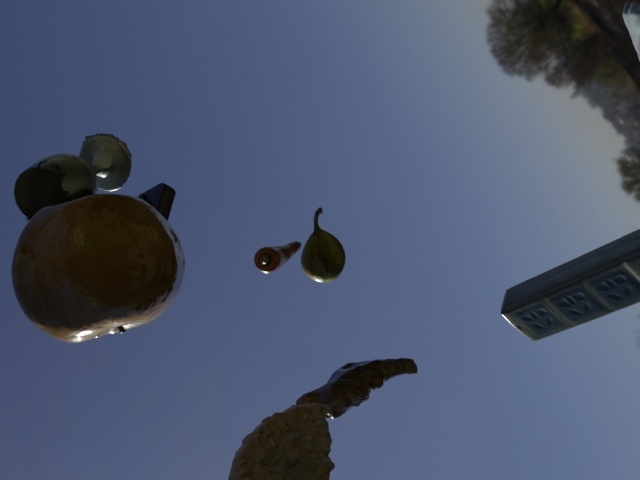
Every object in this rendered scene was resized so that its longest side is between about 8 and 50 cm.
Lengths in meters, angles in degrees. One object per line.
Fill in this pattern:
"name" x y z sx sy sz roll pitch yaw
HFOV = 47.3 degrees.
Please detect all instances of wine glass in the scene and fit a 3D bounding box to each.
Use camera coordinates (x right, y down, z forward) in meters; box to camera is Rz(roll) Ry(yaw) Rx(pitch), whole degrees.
"wine glass" -0.523 -0.133 1.562 0.143 0.143 0.321 49 -160 -10

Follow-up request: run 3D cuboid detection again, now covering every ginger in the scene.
"ginger" 0.067 0.332 1.685 0.333 0.166 0.080 -26 -67 -42

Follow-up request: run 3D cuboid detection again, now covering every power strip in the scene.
"power strip" 0.342 0.059 0.929 0.078 0.272 0.052 40 -133 -15

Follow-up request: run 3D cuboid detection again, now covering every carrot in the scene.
"carrot" -0.098 0.034 1.754 0.061 0.061 0.256 55 -163 3

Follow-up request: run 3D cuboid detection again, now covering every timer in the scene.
"timer" -0.357 -0.021 1.431 0.055 0.187 0.144 32 -129 -35

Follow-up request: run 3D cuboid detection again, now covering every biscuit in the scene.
"biscuit" -0.071 0.416 1.281 0.179 0.084 0.281 11 -124 -6

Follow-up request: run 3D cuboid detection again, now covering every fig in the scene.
"fig" 0.013 0.002 1.412 0.093 0.166 0.093 9 -154 -4

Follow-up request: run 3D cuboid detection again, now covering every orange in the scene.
"orange" -0.364 0.040 1.206 0.279 0.279 0.235 -11 -99 -64

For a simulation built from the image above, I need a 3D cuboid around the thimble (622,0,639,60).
"thimble" 0.496 -0.271 0.903 0.149 0.210 0.185 61 176 -11
